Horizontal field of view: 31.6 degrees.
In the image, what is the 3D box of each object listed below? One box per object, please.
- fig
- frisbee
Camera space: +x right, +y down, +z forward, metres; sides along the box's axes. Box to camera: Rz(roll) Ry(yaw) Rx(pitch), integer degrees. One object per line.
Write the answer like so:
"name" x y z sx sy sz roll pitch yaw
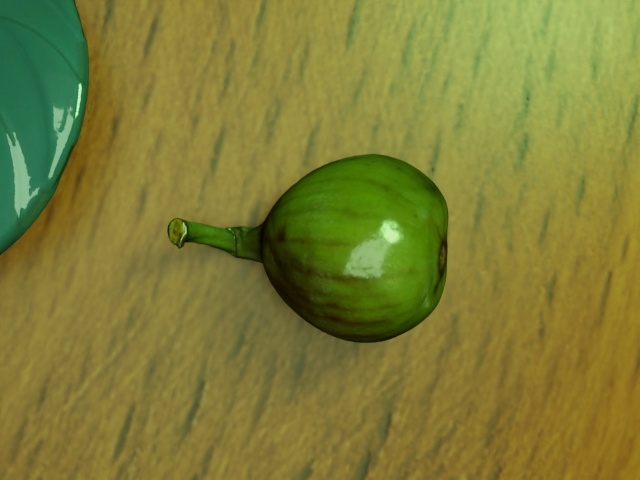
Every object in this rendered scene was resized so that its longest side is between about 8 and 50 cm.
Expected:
"fig" 0.009 0.013 0.884 0.186 0.148 0.142 -8 108 32
"frisbee" -0.300 -0.107 0.823 0.290 0.049 0.289 -5 78 22
